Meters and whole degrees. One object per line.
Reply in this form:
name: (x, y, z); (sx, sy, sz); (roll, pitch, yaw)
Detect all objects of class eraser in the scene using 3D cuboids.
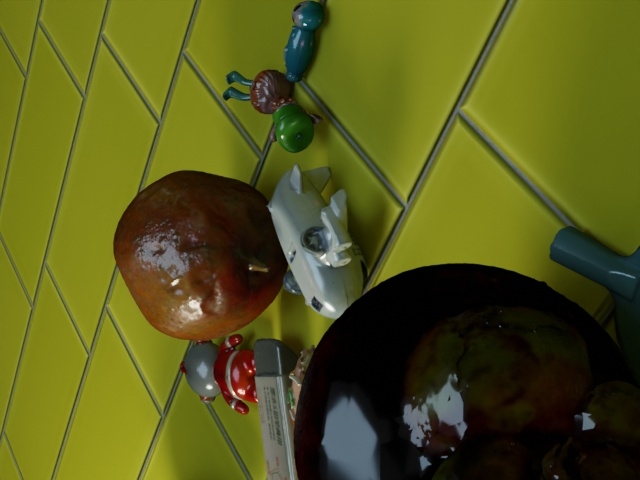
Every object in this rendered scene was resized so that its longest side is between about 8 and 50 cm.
eraser: (-0.050, 0.331, 1.613); (0.089, 0.061, 0.351); (-10, 86, 55)

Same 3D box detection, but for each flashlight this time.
flashlight: (-0.026, -0.302, 1.514); (0.051, 0.051, 0.129); (45, 134, 42)

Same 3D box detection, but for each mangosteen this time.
mangosteen: (0.179, 0.220, 1.023); (0.421, 0.381, 0.380); (17, 108, 47)

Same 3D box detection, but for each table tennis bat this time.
table tennis bat: (0.370, 0.074, 1.018); (0.329, 0.044, 0.215); (36, 124, 43)

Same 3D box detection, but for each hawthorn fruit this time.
hawthorn fruit: (-0.165, 0.021, 1.566); (0.298, 0.277, 0.276); (5, 99, 52)

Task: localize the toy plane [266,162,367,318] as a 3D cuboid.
toy plane: (0.000, 0.000, 1.462); (0.244, 0.117, 0.244); (49, 148, 47)

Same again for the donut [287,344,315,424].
donut: (0.033, 0.262, 1.470); (0.233, 0.085, 0.199); (5, 100, 55)

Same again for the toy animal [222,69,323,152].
toy animal: (-0.071, -0.204, 1.558); (0.208, 0.100, 0.103); (39, 159, 43)

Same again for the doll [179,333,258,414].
doll: (-0.175, 0.233, 1.763); (0.245, 0.076, 0.142); (-3, 91, 50)
